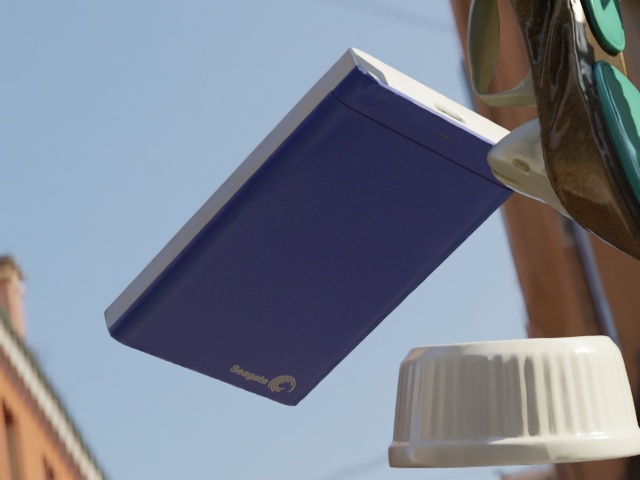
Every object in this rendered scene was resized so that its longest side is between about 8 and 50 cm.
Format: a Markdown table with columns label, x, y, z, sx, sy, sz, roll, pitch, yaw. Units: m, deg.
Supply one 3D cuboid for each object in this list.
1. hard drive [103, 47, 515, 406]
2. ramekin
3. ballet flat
| label | x | y | z | sx | sy | sz | roll | pitch | yaw |
| --- | --- | --- | --- | --- | --- | --- | --- | --- | --- |
| hard drive | 0.000 | 0.000 | 1.549 | 0.210 | 0.040 | 0.318 | 24 | -59 | -37 |
| ramekin | 0.203 | 0.170 | 1.977 | 0.273 | 0.127 | 0.273 | -3 | -5 | 0 |
| ballet flat | 0.169 | -0.111 | 1.342 | 0.124 | 0.342 | 0.116 | -25 | -29 | 26 |
